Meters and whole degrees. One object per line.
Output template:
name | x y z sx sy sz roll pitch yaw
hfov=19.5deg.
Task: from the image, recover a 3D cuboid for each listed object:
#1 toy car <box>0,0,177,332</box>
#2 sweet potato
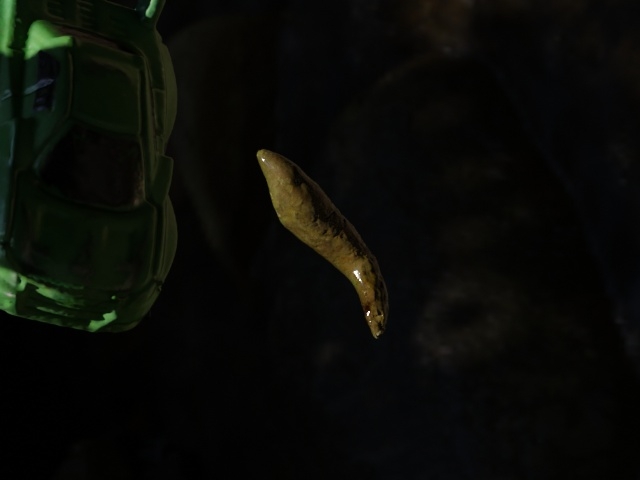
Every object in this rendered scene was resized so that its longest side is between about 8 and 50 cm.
toy car | -0.221 -0.101 1.647 0.176 0.213 0.358 -46 38 42
sweet potato | 0.005 -0.003 1.294 0.153 0.041 0.038 54 144 -7
